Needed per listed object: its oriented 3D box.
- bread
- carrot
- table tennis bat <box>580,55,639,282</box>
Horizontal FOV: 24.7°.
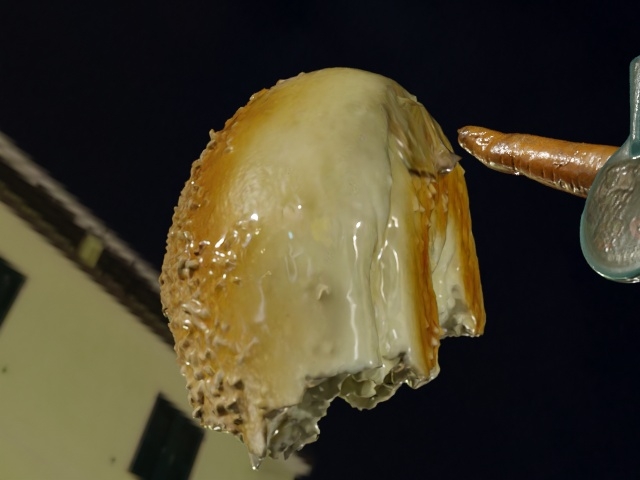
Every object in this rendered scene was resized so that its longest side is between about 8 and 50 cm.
[{"bbox_3d":[-0.001,-0.004,0.861,0.171,0.314,0.192,-4,-80,16],"label":"bread"},{"bbox_3d":[0.237,-0.084,1.539,0.248,0.059,0.059,17,-41,41],"label":"carrot"},{"bbox_3d":[0.264,-0.061,1.195,0.033,0.201,0.124,22,-24,-32],"label":"table tennis bat"}]
